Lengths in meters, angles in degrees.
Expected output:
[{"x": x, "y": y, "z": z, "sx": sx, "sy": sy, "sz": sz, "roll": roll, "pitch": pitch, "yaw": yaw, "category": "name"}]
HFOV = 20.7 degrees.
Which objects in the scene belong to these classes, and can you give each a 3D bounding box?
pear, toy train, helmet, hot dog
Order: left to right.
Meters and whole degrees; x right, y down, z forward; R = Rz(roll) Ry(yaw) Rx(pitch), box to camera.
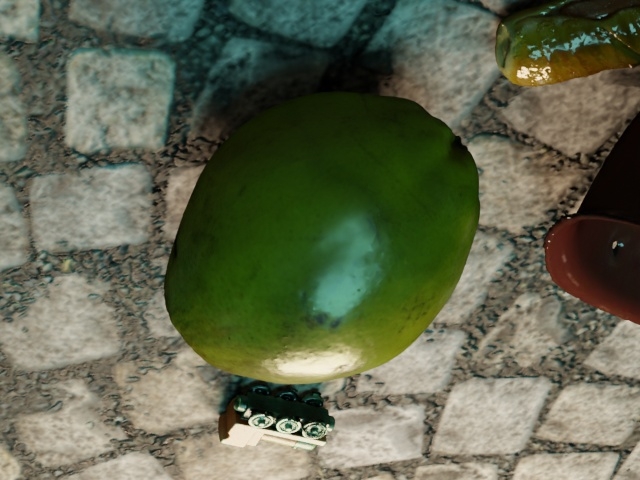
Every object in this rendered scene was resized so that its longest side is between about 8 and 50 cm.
[{"x": -0.039, "y": 0.169, "z": 1.621, "sx": 0.103, "sy": 0.044, "sz": 0.064, "roll": 14, "pitch": 133, "yaw": -23, "category": "toy train"}, {"x": 0.000, "y": 0.000, "z": 1.338, "sx": 0.269, "sy": 0.212, "sz": 0.212, "roll": -35, "pitch": 133, "yaw": 13, "category": "pear"}, {"x": 0.274, "y": -0.172, "z": 1.338, "sx": 0.286, "sy": 0.061, "sz": 0.088, "roll": -16, "pitch": 148, "yaw": 4, "category": "hot dog"}, {"x": 0.363, "y": -0.036, "z": 1.348, "sx": 0.338, "sy": 0.230, "sz": 0.385, "roll": 16, "pitch": 167, "yaw": 26, "category": "helmet"}]
